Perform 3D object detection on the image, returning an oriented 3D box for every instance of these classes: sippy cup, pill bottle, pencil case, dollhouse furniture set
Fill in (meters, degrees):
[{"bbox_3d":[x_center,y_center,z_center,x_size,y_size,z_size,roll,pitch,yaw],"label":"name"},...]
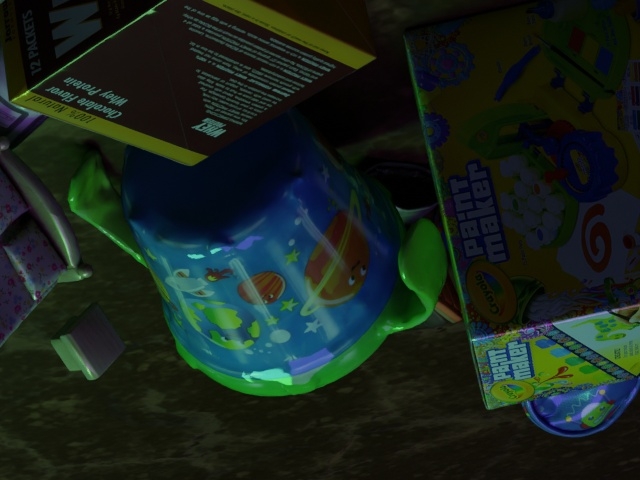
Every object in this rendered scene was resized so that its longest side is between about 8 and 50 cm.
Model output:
[{"bbox_3d":[-0.060,-0.015,1.674,0.305,0.240,0.224,-20,147,8],"label":"sippy cup"},{"bbox_3d":[-0.245,-0.121,1.539,0.078,0.078,0.137,10,148,-38],"label":"pill bottle"},{"bbox_3d":[0.199,0.047,1.825,0.119,0.306,0.133,-33,127,8],"label":"pencil case"},{"bbox_3d":[-0.281,0.032,1.400,0.174,0.303,0.355,-8,122,44],"label":"dollhouse furniture set"}]

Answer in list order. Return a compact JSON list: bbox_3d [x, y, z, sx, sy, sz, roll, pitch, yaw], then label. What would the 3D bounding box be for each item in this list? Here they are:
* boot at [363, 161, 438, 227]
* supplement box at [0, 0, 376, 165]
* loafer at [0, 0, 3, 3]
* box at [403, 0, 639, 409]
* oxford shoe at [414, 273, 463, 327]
[{"bbox_3d":[-0.002,-0.002,1.896,0.190,0.076,0.208,-12,166,-33],"label":"boot"},{"bbox_3d":[-0.101,-0.171,1.429,0.194,0.129,0.191,-28,150,33],"label":"supplement box"},{"bbox_3d":[-0.275,-0.240,1.265,0.096,0.084,0.267,-20,153,20],"label":"loafer"},{"bbox_3d":[0.238,-0.045,1.642,0.279,0.290,0.177,-12,155,4],"label":"box"},{"bbox_3d":[0.083,0.055,1.950,0.098,0.097,0.271,-22,169,5],"label":"oxford shoe"}]
